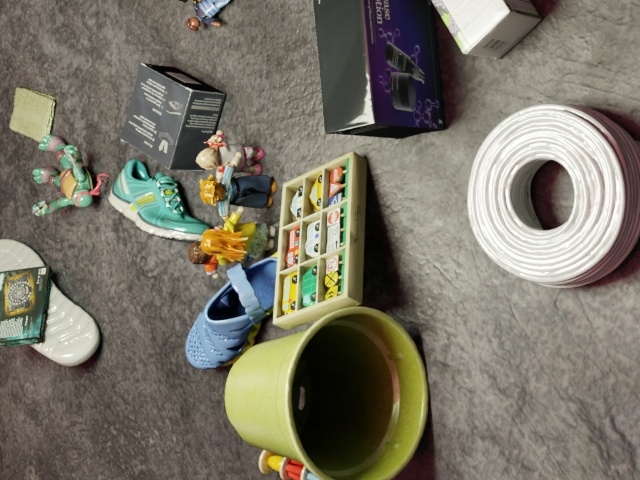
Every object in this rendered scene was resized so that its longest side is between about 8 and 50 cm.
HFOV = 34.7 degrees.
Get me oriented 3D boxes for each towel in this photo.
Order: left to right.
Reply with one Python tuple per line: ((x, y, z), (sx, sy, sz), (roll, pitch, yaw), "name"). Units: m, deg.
((-0.642, -0.281, 2.281), (0.148, 0.027, 0.110), (23, 106, 38), "towel")

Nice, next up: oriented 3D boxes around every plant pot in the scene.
((-0.014, 0.248, 1.633), (0.254, 0.276, 0.276), (-9, 86, 53), "plant pot")

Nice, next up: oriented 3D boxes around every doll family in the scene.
((-0.236, -0.472, 1.886), (0.111, 0.076, 0.193), (-39, 61, 14), "doll family")
((-0.149, -0.056, 1.774), (0.118, 0.163, 0.263), (12, 100, 40), "doll family")

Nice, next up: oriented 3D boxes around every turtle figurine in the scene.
((-0.533, -0.122, 2.137), (0.175, 0.118, 0.234), (-57, 41, 10), "turtle figurine")

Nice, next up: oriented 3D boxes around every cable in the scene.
((0.324, -0.060, 1.413), (0.257, 0.089, 0.257), (37, 115, 33), "cable")

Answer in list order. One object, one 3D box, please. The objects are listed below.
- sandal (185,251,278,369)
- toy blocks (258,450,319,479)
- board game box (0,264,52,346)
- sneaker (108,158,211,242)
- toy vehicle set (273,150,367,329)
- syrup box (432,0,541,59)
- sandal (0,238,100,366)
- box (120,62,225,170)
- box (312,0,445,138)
((-0.158, 0.124, 1.811), (0.317, 0.138, 0.126), (-48, 65, 34), "sandal")
((-0.040, 0.433, 1.777), (0.148, 0.054, 0.123), (9, 97, 40), "toy blocks")
((-0.641, 0.140, 2.167), (0.126, 0.026, 0.186), (-7, 52, 4), "board game box")
((-0.308, -0.071, 1.958), (0.275, 0.107, 0.110), (31, 102, 35), "sneaker")
((0.000, 0.000, 1.660), (0.166, 0.035, 0.267), (-24, 51, 39), "toy vehicle set")
((0.211, -0.388, 1.492), (0.096, 0.093, 0.237), (-42, 66, 35), "syrup box")
((-0.633, 0.152, 2.240), (0.416, 0.169, 0.102), (40, 157, 32), "sandal")
((-0.278, -0.232, 1.924), (0.156, 0.093, 0.158), (32, 111, 35), "box")
((0.088, -0.292, 1.544), (0.103, 0.184, 0.261), (-7, 88, 39), "box")
